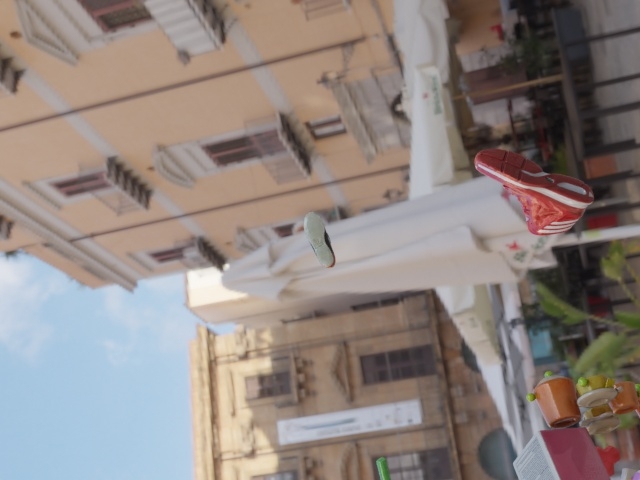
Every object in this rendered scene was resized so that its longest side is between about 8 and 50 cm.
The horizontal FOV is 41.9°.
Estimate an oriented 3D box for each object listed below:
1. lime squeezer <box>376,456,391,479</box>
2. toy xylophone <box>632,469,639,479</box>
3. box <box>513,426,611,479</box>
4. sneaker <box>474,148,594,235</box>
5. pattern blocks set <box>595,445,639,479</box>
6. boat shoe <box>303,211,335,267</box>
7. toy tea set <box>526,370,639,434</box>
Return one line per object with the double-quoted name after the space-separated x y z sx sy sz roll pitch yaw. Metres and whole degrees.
0.100 0.467 1.326 0.310 0.059 0.110 103 148 -42 "lime squeezer"
0.606 0.426 1.206 0.236 0.323 0.081 -52 -9 -17 "toy xylophone"
0.530 0.536 1.780 0.148 0.127 0.232 109 154 -44 "box"
0.371 -0.075 1.533 0.087 0.221 0.128 -56 -12 -47 "sneaker"
0.812 0.643 2.063 0.026 0.325 0.285 146 128 -75 "pattern blocks set"
0.000 0.000 1.927 0.137 0.049 0.043 68 -169 13 "boat shoe"
0.629 0.346 1.891 0.336 0.200 0.124 19 -134 -37 "toy tea set"
